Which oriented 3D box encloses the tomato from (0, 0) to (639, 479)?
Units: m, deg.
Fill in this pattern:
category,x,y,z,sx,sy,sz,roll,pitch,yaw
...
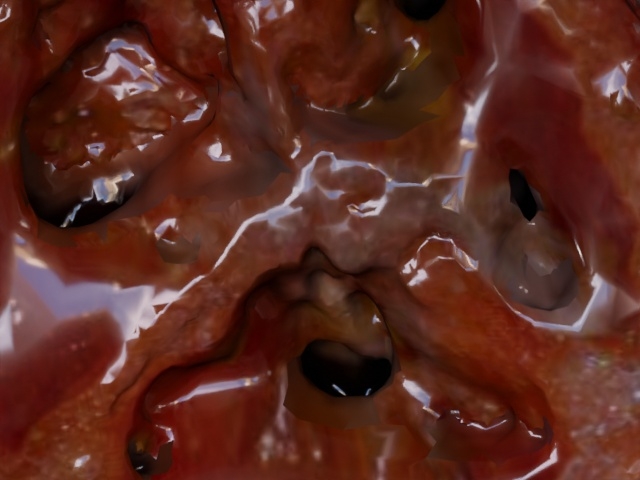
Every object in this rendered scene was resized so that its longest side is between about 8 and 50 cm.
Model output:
category,x,y,z,sx,sy,sz,roll,pitch,yaw
tomato,0.002,0.000,0.492,0.228,0.101,0.228,0,101,2
